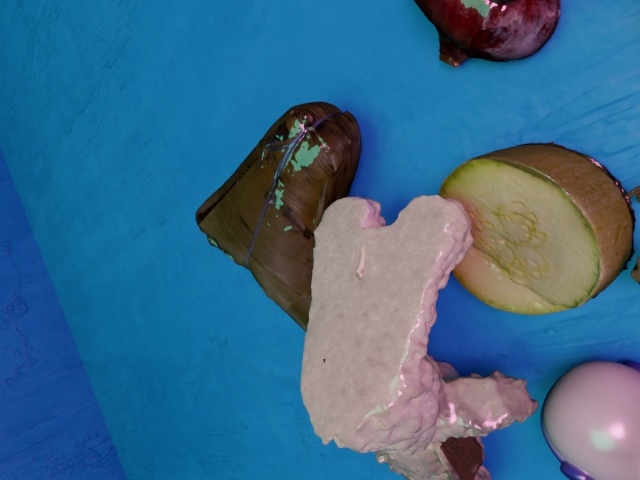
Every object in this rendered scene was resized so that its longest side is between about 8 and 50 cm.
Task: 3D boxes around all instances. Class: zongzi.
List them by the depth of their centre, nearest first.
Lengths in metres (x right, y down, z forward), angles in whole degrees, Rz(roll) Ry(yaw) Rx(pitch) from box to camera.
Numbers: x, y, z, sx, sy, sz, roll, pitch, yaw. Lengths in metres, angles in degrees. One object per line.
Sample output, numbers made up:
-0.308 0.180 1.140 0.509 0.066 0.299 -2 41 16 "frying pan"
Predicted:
0.000 0.000 0.730 0.361 0.160 0.323 54 131 4 "zongzi"

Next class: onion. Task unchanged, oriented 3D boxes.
0.164 -0.278 0.525 0.206 0.098 0.151 44 127 22 "onion"

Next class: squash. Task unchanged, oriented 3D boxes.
0.232 0.000 0.542 0.220 0.133 0.220 21 123 36 "squash"

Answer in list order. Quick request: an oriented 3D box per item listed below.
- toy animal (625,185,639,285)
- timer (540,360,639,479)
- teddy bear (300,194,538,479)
0.402 0.021 0.414 0.186 0.093 0.214 -29 92 51 "toy animal"
0.394 0.234 0.417 0.383 0.270 0.271 26 121 51 "timer"
0.144 0.171 0.655 0.327 0.362 0.376 5 75 46 "teddy bear"
